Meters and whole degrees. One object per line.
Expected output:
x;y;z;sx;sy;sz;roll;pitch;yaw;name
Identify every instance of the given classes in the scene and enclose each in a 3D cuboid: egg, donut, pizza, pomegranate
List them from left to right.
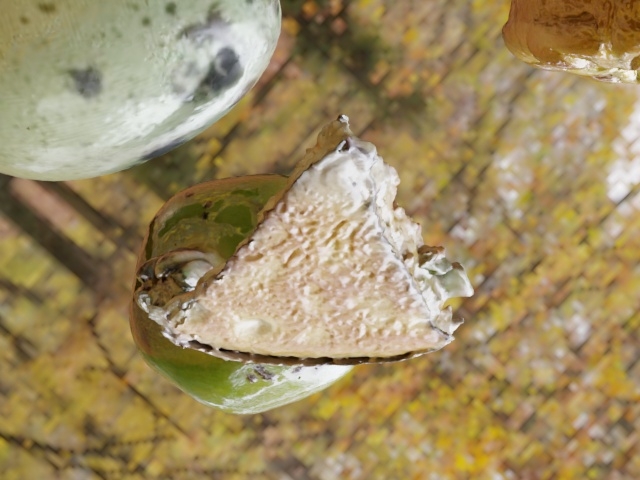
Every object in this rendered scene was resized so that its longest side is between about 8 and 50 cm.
-0.131;-0.122;0.972;0.228;0.177;0.177;-1;-147;21;egg
-0.061;0.039;1.230;0.180;0.180;0.209;-44;163;20;pomegranate
0.000;0.000;0.966;0.195;0.185;0.052;101;-14;-49;pizza
0.267;-0.191;1.492;0.226;0.226;0.114;-157;-108;-78;donut
